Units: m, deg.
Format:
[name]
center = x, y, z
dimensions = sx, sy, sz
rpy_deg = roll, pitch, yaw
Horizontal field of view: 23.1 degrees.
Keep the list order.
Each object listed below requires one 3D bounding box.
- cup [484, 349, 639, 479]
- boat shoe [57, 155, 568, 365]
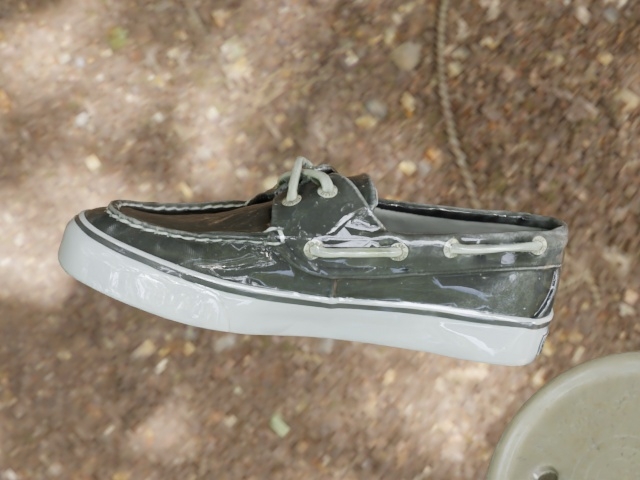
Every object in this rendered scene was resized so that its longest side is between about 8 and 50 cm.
[cup]
center = 0.228, 0.201, 1.003
dimensions = 0.331, 0.331, 0.237
rpy_deg = -10, 142, 30
[boat shoe]
center = 0.000, 0.000, 0.673
dimensions = 0.219, 0.078, 0.070
rpy_deg = 8, 108, -17
